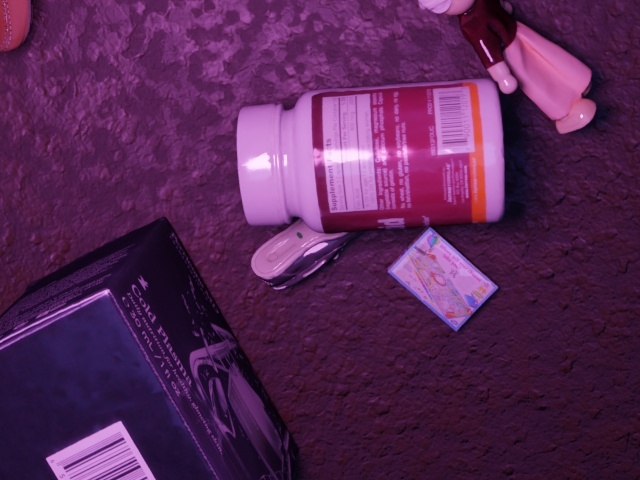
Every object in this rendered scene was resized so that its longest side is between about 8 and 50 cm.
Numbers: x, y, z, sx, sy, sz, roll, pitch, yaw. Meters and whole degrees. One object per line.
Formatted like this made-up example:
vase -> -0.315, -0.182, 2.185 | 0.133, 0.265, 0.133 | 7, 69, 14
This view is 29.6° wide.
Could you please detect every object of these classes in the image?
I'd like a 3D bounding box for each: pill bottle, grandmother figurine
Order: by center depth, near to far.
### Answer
grandmother figurine -> 0.274, -0.309, 1.825 | 0.342, 0.208, 0.104 | 35, 117, -26
pill bottle -> 0.079, -0.125, 1.858 | 0.392, 0.224, 0.224 | -3, 103, 6

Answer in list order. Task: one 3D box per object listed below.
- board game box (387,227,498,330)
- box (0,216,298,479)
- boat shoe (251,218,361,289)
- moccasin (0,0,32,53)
board game box -> 0.202, 0.062, 2.002 | 0.154, 0.026, 0.103 | 41, 101, -7
box -> -0.278, 0.273, 1.838 | 0.297, 0.472, 0.480 | -27, 101, 7
boat shoe -> 0.000, 0.000, 1.980 | 0.233, 0.084, 0.079 | -33, 138, 2
moccasin -> -0.541, -0.458, 1.794 | 0.139, 0.147, 0.380 | 3, 117, 38
